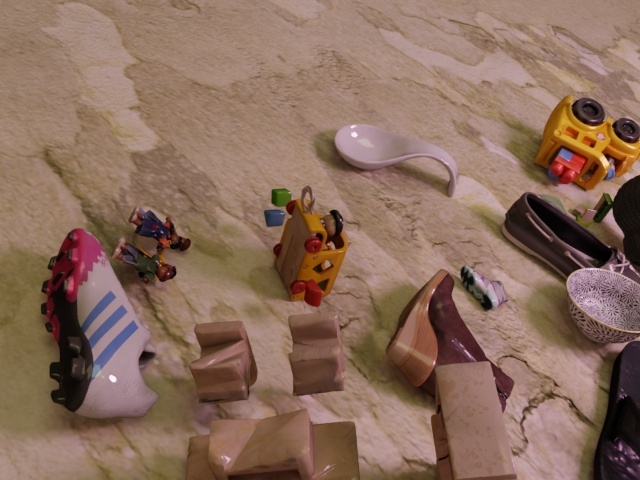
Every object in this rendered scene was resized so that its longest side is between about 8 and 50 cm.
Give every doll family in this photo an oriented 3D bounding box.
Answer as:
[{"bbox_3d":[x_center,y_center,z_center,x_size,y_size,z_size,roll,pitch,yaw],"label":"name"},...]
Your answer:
[{"bbox_3d":[-0.265,0.009,1.212,0.111,0.076,0.193,29,42,-16],"label":"doll family"}]

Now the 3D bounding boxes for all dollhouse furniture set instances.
[{"bbox_3d":[0.548,-0.078,1.628,0.152,0.058,0.076,9,43,-11],"label":"dollhouse furniture set"},{"bbox_3d":[0.030,0.308,0.970,0.394,0.256,0.362,-6,43,3],"label":"dollhouse furniture set"}]

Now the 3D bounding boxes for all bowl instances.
[{"bbox_3d":[0.516,0.133,1.373,0.170,0.080,0.170,8,37,-6],"label":"bowl"}]

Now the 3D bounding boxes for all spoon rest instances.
[{"bbox_3d":[0.162,-0.179,1.575,0.276,0.084,0.137,19,42,-2],"label":"spoon rest"}]

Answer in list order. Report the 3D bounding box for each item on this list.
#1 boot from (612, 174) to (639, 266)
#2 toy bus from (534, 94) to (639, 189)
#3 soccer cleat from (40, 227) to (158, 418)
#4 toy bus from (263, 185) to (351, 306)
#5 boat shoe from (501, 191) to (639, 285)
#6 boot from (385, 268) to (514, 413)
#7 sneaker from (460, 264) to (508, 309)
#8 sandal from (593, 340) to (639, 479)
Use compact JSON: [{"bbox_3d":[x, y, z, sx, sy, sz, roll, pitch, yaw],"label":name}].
[{"bbox_3d":[0.695,-0.007,1.573,0.161,0.083,0.246,33,47,-24],"label":"boot"},{"bbox_3d":[0.605,-0.192,1.720,0.220,0.149,0.211,28,56,6],"label":"toy bus"},{"bbox_3d":[-0.313,0.120,1.086,0.143,0.116,0.331,21,32,-35],"label":"soccer cleat"},{"bbox_3d":[-0.005,0.004,1.248,0.104,0.190,0.202,-6,4,-26],"label":"toy bus"},{"bbox_3d":[0.514,0.024,1.481,0.335,0.095,0.112,34,44,15],"label":"boat shoe"},{"bbox_3d":[0.228,0.176,1.249,0.207,0.090,0.248,36,42,1],"label":"boot"},{"bbox_3d":[0.306,0.081,1.392,0.069,0.038,0.098,-16,62,-35],"label":"sneaker"},{"bbox_3d":[0.525,0.307,1.180,0.168,0.107,0.445,22,41,3],"label":"sandal"}]
